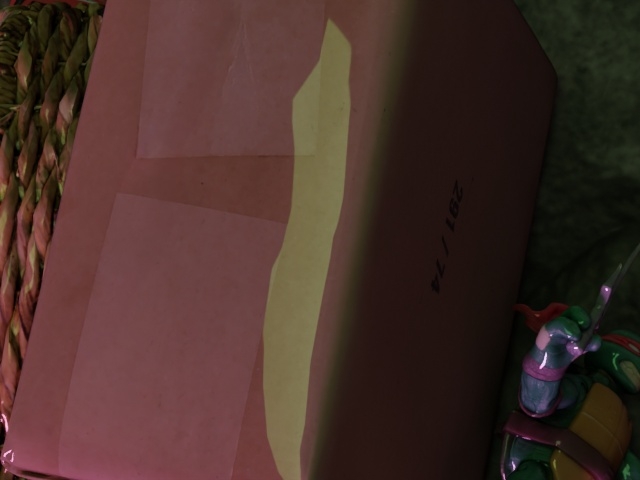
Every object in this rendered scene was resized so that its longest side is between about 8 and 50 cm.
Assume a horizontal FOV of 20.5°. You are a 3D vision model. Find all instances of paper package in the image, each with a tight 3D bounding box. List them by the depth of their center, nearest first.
[{"bbox_3d":[0.000,0.000,0.959,0.168,0.309,0.325,7,79,22],"label":"paper package"}]

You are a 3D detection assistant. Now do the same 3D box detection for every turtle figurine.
[{"bbox_3d":[0.151,0.124,0.985,0.234,0.175,0.118,-60,21,-20],"label":"turtle figurine"}]

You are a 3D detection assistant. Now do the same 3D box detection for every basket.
[{"bbox_3d":[-0.179,0.009,1.072,0.223,0.213,0.299,4,78,19],"label":"basket"}]

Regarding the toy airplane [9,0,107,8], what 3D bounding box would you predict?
[{"bbox_3d":[-0.173,-0.189,1.197,0.151,0.028,0.151,-4,54,6],"label":"toy airplane"}]
